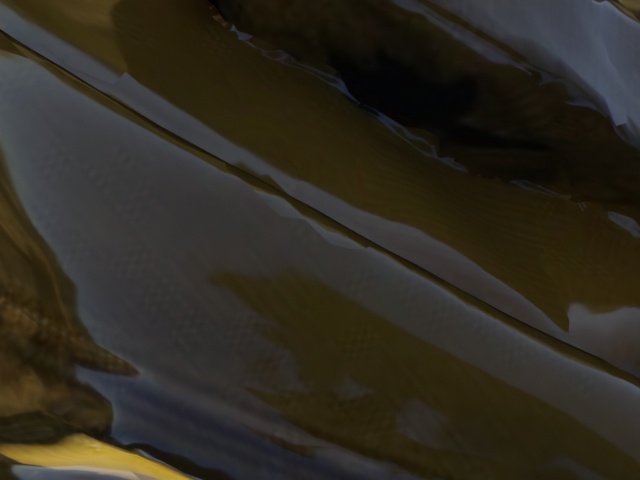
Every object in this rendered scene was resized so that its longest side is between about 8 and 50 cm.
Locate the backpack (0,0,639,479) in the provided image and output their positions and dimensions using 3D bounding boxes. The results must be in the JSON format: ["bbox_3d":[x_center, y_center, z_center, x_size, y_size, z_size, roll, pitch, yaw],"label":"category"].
[{"bbox_3d":[0.003,-0.006,0.496,0.378,0.353,0.201,24,106,-27],"label":"backpack"}]
